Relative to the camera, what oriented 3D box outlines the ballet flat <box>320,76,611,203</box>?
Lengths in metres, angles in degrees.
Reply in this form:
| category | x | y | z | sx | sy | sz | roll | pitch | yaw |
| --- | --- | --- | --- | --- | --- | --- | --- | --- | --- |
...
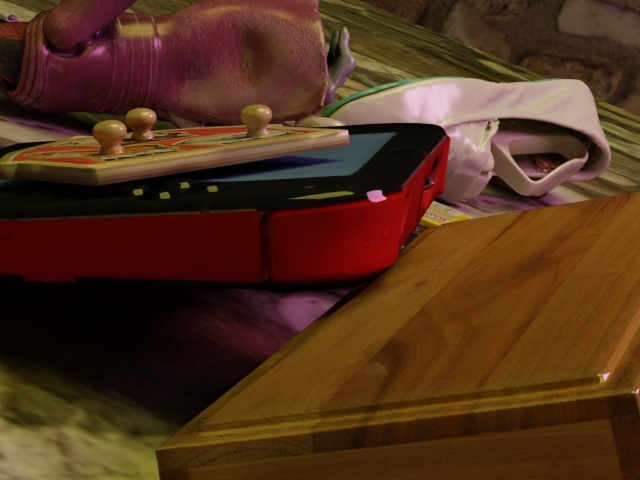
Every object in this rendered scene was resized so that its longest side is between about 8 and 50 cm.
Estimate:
| category | x | y | z | sx | sy | sz | roll | pitch | yaw |
| --- | --- | --- | --- | --- | --- | --- | --- | --- | --- |
| ballet flat | 0.177 | -0.105 | 1.812 | 0.400 | 0.139 | 0.139 | -7 | 27 | -40 |

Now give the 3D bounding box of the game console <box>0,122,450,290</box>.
| category | x | y | z | sx | sy | sz | roll | pitch | yaw |
| --- | --- | --- | --- | --- | --- | --- | --- | --- | --- |
| game console | -0.101 | -0.034 | 1.039 | 0.342 | 0.060 | 0.386 | 2 | 9 | 9 |

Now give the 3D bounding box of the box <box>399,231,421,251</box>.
| category | x | y | z | sx | sy | sz | roll | pitch | yaw |
| --- | --- | --- | --- | --- | --- | --- | --- | --- | --- |
| box | 0.000 | 0.000 | 1.283 | 0.116 | 0.029 | 0.162 | 10 | 5 | 32 |

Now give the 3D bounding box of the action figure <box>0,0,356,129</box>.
| category | x | y | z | sx | sy | sz | roll | pitch | yaw |
| --- | --- | --- | --- | --- | --- | --- | --- | --- | --- |
| action figure | -0.176 | -0.148 | 1.514 | 0.370 | 0.248 | 0.276 | 0 | 63 | -24 |

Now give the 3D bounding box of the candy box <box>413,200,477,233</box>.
| category | x | y | z | sx | sy | sz | roll | pitch | yaw |
| --- | --- | --- | --- | --- | --- | --- | --- | --- | --- |
| candy box | 0.149 | 0.001 | 1.564 | 0.206 | 0.027 | 0.105 | 22 | 15 | 15 |

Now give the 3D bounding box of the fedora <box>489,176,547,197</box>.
| category | x | y | z | sx | sy | sz | roll | pitch | yaw |
| --- | --- | --- | --- | --- | --- | --- | --- | --- | --- |
| fedora | 0.245 | -0.106 | 2.044 | 0.194 | 0.079 | 0.194 | 20 | 21 | -8 |

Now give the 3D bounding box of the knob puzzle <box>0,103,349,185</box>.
| category | x | y | z | sx | sy | sz | roll | pitch | yaw |
| --- | --- | --- | --- | --- | --- | --- | --- | --- | --- |
| knob puzzle | -0.106 | -0.063 | 0.997 | 0.213 | 0.030 | 0.213 | -5 | 9 | 1 |

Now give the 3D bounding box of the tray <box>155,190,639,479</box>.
| category | x | y | z | sx | sy | sz | roll | pitch | yaw |
| --- | --- | --- | --- | --- | --- | --- | --- | --- | --- |
| tray | 0.097 | 0.053 | 0.835 | 0.202 | 0.076 | 0.411 | -10 | 11 | 21 |
